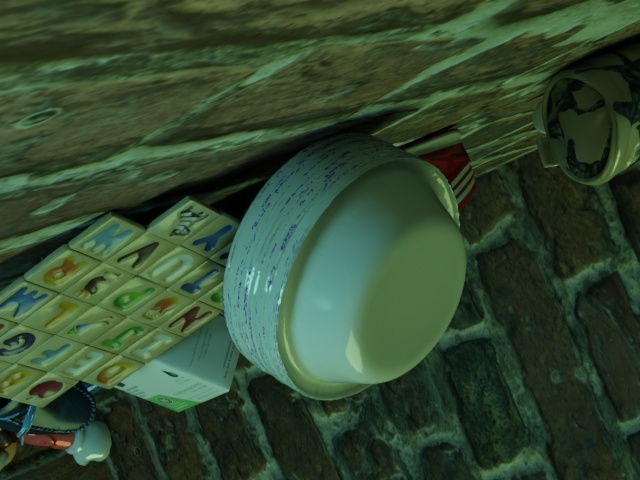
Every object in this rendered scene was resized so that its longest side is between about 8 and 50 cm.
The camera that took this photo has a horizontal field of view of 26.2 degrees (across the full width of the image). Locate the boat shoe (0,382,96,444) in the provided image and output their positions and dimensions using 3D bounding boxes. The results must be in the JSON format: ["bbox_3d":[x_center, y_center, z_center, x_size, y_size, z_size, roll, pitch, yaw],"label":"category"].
[{"bbox_3d":[-0.382,0.187,1.649,0.258,0.109,0.089,17,173,-34],"label":"boat shoe"}]

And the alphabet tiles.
[{"bbox_3d":[-0.222,0.073,1.447,0.342,0.011,0.285,-34,152,15],"label":"alphabet tiles"}]

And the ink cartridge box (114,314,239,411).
[{"bbox_3d":[-0.228,0.120,1.669,0.219,0.093,0.160,24,154,-22],"label":"ink cartridge box"}]

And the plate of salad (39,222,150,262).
[{"bbox_3d":[-0.238,0.023,1.462,0.200,0.048,0.200,-33,173,-4],"label":"plate of salad"}]

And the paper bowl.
[{"bbox_3d":[0.046,0.038,1.468,0.284,0.284,0.148,-21,-144,-41],"label":"paper bowl"}]

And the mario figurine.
[{"bbox_3d":[-0.393,0.225,1.806,0.320,0.170,0.198,-35,-150,-16],"label":"mario figurine"}]

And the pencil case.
[{"bbox_3d":[0.489,-0.209,1.871,0.410,0.160,0.183,-22,162,-23],"label":"pencil case"}]

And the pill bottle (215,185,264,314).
[{"bbox_3d":[-0.029,-0.013,1.641,0.245,0.130,0.130,-24,177,12],"label":"pill bottle"}]

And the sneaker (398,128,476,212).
[{"bbox_3d":[0.117,-0.061,1.907,0.221,0.128,0.087,-23,177,-4],"label":"sneaker"}]

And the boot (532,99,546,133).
[{"bbox_3d":[0.409,-0.212,2.050,0.190,0.069,0.086,-26,174,13],"label":"boot"}]
